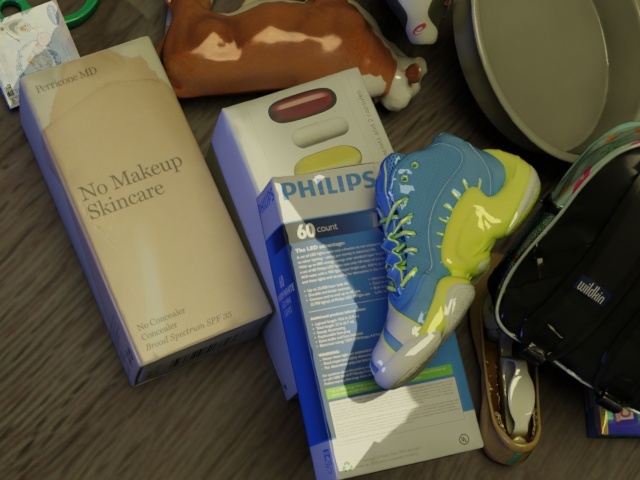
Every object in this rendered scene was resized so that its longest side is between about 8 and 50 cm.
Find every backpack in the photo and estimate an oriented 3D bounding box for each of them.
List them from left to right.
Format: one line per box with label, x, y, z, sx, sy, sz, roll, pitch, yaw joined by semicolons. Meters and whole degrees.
backpack;0.314;0.014;1.257;0.225;0.191;0.254;32;111;-3

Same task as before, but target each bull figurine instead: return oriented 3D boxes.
bull figurine;-0.030;-0.227;1.378;0.310;0.101;0.189;-3;70;-15

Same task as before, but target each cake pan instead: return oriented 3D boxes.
cake pan;0.255;-0.223;1.404;0.293;0.054;0.293;8;77;-37

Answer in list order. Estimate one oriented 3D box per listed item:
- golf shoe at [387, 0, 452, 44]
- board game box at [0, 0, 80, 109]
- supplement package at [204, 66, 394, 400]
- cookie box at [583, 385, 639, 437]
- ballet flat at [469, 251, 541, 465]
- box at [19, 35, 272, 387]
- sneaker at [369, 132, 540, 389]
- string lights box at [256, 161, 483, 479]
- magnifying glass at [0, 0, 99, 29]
golf shoe;0.100;-0.306;1.395;0.105;0.273;0.120;-4;117;11
board game box;-0.303;-0.195;1.336;0.090;0.020;0.090;-24;99;-17
supplement package;0.000;0.000;1.258;0.145;0.204;0.262;-20;79;-17
cookie box;0.340;0.167;1.367;0.107;0.040;0.092;2;74;-11
ballet flat;0.203;0.117;1.336;0.080;0.073;0.232;0;73;-10
box;-0.179;-0.029;1.272;0.148;0.121;0.311;-23;80;-17
sneaker;0.078;0.006;1.046;0.126;0.091;0.240;33;60;6
string lights box;0.039;0.067;1.098;0.133;0.077;0.260;-9;78;-16
magnifying glass;-0.338;-0.239;1.356;0.231;0.026;0.092;-32;83;-21
